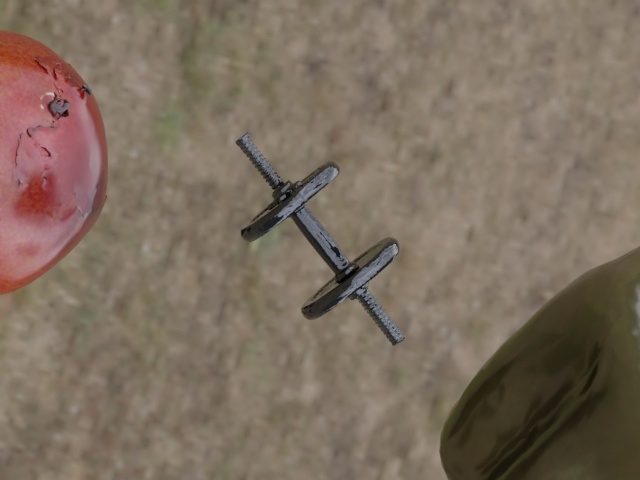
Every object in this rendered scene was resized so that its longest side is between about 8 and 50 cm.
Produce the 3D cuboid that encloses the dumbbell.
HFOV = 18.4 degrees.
[{"bbox_3d":[0.000,0.000,1.112,0.147,0.069,0.069,52,44,-4],"label":"dumbbell"}]

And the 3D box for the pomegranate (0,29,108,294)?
[{"bbox_3d":[-0.272,-0.056,1.469,0.210,0.235,0.210,-12,90,-83],"label":"pomegranate"}]

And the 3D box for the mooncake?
[{"bbox_3d":[0.247,0.185,1.184,0.201,0.378,0.378,-48,164,27],"label":"mooncake"}]
